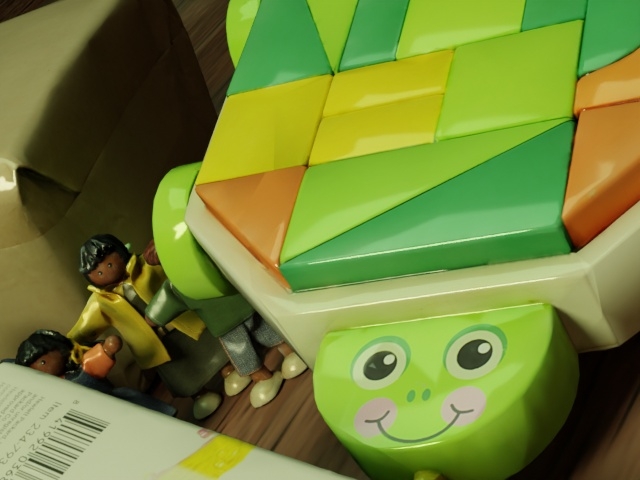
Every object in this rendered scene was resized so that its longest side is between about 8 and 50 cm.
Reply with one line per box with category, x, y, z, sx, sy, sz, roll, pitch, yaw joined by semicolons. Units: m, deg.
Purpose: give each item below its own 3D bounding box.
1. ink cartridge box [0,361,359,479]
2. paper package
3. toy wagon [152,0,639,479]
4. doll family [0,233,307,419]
ink cartridge box;-0.044;0.126;0.373;0.231;0.078;0.134;12;52;41
paper package;-0.246;-0.003;0.857;0.325;0.168;0.309;-17;25;15
toy wagon;0.063;-0.039;0.500;0.267;0.068;0.344;-9;44;27
doll family;-0.103;0.056;0.645;0.193;0.111;0.076;-40;19;0
